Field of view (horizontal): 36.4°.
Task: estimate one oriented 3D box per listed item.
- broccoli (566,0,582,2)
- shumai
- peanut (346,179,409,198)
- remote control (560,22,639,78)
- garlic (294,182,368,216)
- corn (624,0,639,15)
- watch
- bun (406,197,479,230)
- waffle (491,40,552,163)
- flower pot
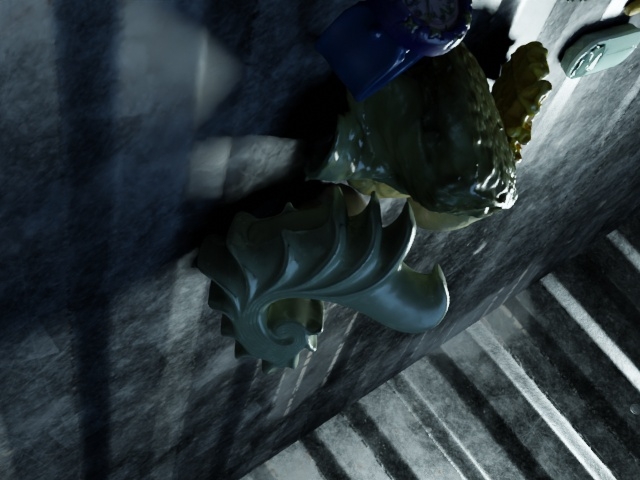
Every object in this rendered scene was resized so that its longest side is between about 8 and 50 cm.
[{"bbox_3d":[0.379,-0.441,1.529,0.204,0.118,0.122,-5,174,-33],"label":"broccoli"},{"bbox_3d":[0.134,-0.145,1.513,0.288,0.292,0.330,-21,172,19],"label":"shumai"},{"bbox_3d":[0.160,-0.149,1.710,0.290,0.130,0.130,-24,155,-42],"label":"peanut"},{"bbox_3d":[0.590,-0.399,2.040,0.247,0.052,0.104,-21,152,-41],"label":"remote control"},{"bbox_3d":[0.000,0.000,1.707,0.214,0.191,0.160,-28,142,-6],"label":"garlic"},{"bbox_3d":[0.664,-0.488,2.013,0.083,0.028,0.027,-31,138,-22],"label":"corn"},{"bbox_3d":[0.094,-0.286,1.272,0.196,0.171,0.200,-26,172,-36],"label":"watch"},{"bbox_3d":[0.257,-0.120,1.885,0.231,0.133,0.231,-32,-159,14],"label":"bun"},{"bbox_3d":[0.333,-0.226,1.743,0.309,0.065,0.283,126,-16,-79],"label":"waffle"},{"bbox_3d":[0.004,0.055,1.556,0.367,0.254,0.164,-16,-155,10],"label":"flower pot"}]
